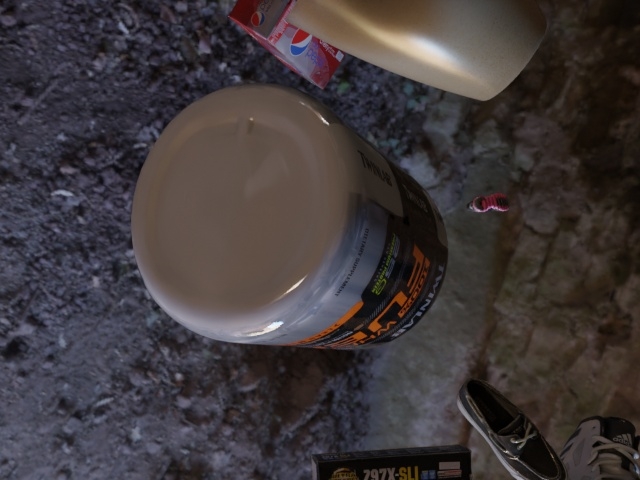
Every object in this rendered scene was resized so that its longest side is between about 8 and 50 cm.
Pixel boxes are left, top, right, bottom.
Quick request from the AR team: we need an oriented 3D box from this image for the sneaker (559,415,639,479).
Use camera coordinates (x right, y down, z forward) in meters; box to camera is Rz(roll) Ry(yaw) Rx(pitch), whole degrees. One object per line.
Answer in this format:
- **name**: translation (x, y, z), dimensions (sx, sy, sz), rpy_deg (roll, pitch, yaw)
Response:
- **sneaker**: translation (0.490, 0.407, 1.181), dimensions (0.258, 0.169, 0.447), rpy_deg (-62, 176, -20)

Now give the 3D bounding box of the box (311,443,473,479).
- **box**: translation (0.148, 0.555, 1.391), dimensions (0.079, 0.321, 0.257), rpy_deg (145, -58, -80)

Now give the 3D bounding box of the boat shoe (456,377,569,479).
- **boat shoe**: translation (0.306, 0.311, 1.102), dimensions (0.077, 0.219, 0.070), rpy_deg (-40, 159, -18)

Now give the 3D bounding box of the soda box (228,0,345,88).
- **soda box**: translation (-0.052, -0.362, 1.225), dimensions (0.083, 0.092, 0.263), rpy_deg (-56, 159, 6)

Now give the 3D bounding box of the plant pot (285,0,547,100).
- **plant pot**: translation (0.137, -0.305, 0.870), dimensions (0.256, 0.274, 0.256), rpy_deg (-52, -167, 17)

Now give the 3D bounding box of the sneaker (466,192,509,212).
- **sneaker**: translation (0.408, -0.087, 1.689), dimensions (0.119, 0.057, 0.047), rpy_deg (-2, 77, -28)

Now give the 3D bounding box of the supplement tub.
- **supplement tub**: translation (0.000, 0.000, 0.662), dimensions (0.338, 0.207, 0.207), rpy_deg (20, 88, -63)
